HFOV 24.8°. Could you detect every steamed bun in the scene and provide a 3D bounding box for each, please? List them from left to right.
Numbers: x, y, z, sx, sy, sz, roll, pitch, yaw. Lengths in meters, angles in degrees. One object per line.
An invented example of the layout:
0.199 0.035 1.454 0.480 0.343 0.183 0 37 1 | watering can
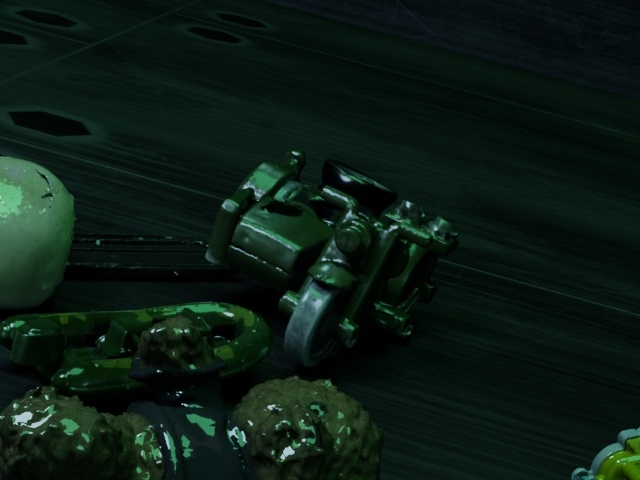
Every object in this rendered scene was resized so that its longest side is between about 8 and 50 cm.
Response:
-0.241 -0.014 1.085 0.112 0.091 0.130 12 37 -15 | steamed bun

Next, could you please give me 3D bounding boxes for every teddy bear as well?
-0.076 0.129 0.757 0.251 0.182 0.129 -4 -11 -44 | teddy bear

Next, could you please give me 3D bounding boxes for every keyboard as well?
-0.190 0.011 1.211 0.250 0.017 0.087 3 19 -35 | keyboard

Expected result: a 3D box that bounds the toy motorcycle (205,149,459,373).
0.000 0.000 1.197 0.205 0.127 0.275 27 17 17 | toy motorcycle

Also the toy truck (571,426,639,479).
0.211 0.169 0.950 0.077 0.076 0.111 -10 21 -10 | toy truck

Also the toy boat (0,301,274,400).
-0.122 0.073 1.005 0.210 0.052 0.104 -3 21 -42 | toy boat
